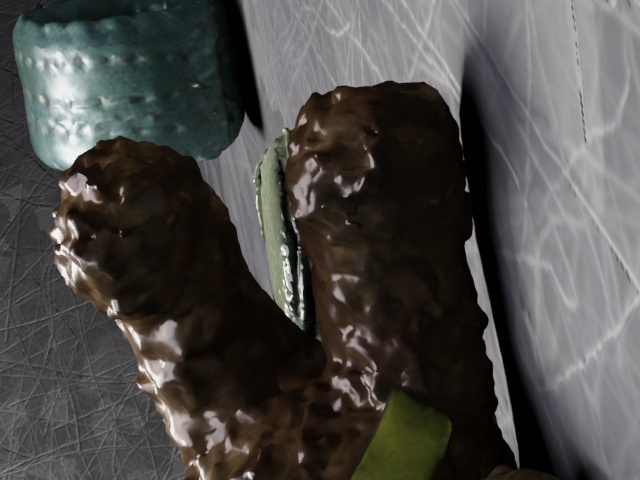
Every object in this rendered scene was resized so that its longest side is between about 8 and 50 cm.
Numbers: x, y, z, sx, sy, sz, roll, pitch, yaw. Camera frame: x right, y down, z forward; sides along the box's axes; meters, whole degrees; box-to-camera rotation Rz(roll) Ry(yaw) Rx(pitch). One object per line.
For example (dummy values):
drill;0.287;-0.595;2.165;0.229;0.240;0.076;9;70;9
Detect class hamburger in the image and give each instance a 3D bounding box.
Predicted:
hamburger;0.000;0.000;0.911;0.140;0.062;0.133;-144;43;-83

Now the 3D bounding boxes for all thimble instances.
thimble;-0.164;-0.147;1.440;0.235;0.198;0.143;16;120;49

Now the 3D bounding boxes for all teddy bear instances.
teddy bear;-0.018;0.115;0.613;0.222;0.246;0.296;-58;-48;-61
